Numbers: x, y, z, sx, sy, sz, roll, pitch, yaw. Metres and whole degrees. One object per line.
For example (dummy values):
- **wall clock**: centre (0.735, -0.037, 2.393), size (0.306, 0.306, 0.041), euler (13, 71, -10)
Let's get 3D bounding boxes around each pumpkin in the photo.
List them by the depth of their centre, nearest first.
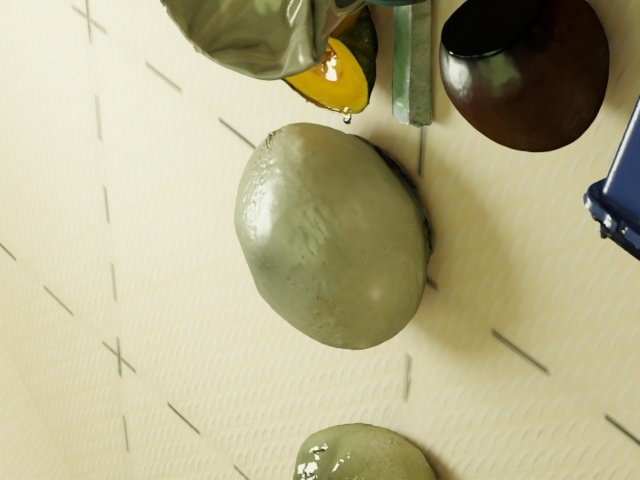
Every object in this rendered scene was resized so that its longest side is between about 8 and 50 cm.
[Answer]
- **pumpkin**: centre (-0.025, -0.248, 1.985), size (0.278, 0.111, 0.163), euler (28, 153, 27)

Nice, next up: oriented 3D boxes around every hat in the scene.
- **hat**: centre (-0.045, -0.301, 1.837), size (0.219, 0.226, 0.164), euler (45, 157, -6)

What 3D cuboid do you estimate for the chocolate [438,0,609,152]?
- **chocolate**: centre (0.202, -0.163, 1.655), size (0.176, 0.176, 0.177), euler (38, 143, 36)

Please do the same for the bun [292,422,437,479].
- **bun**: centre (0.058, 0.374, 2.305), size (0.273, 0.168, 0.273), euler (30, 130, 43)

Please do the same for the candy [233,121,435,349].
- **candy**: centre (0.000, 0.000, 2.062), size (0.295, 0.185, 0.296), euler (31, 137, 34)

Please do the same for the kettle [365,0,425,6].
- **kettle**: centre (0.056, -0.399, 1.633), size (0.319, 0.247, 0.342), euler (-102, 3, -46)

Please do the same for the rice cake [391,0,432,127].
- **rice cake**: centre (0.101, -0.212, 1.874), size (0.043, 0.034, 0.211), euler (46, 149, 42)

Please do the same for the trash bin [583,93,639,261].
- **trash bin**: centre (0.349, -0.079, 1.481), size (0.184, 0.162, 0.235), euler (40, 138, 33)
